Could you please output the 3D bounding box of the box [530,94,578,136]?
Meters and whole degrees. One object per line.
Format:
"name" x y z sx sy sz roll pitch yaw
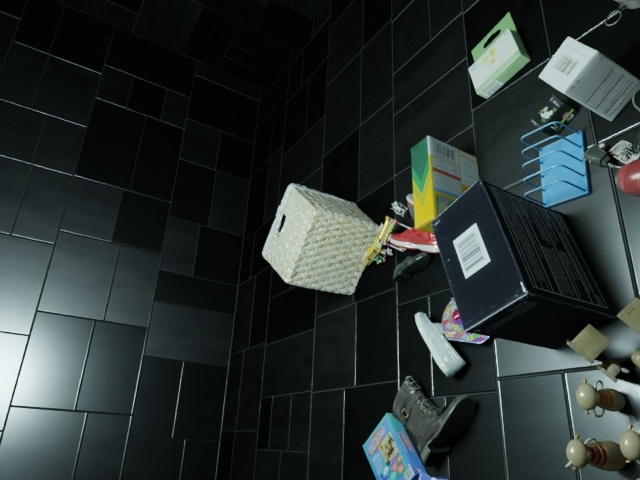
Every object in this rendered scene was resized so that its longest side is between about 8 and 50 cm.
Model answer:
"box" 0.598 -0.317 1.272 0.083 0.062 0.052 -56 31 32

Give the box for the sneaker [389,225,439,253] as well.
"sneaker" 0.318 -0.034 1.585 0.221 0.087 0.128 11 98 46

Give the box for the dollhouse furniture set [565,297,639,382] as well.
"dollhouse furniture set" 0.605 0.200 0.992 0.144 0.123 0.151 44 102 23

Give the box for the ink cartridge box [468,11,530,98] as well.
"ink cartridge box" 0.535 -0.580 1.535 0.171 0.056 0.235 -43 43 45

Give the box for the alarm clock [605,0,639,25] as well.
"alarm clock" 0.737 -0.592 1.159 0.192 0.064 0.129 -58 32 23

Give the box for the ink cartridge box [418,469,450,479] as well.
"ink cartridge box" 0.343 0.711 1.206 0.311 0.065 0.186 1 77 59

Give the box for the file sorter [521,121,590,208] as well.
"file sorter" 0.567 -0.186 1.216 0.118 0.104 0.170 -25 54 54

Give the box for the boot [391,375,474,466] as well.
"boot" 0.295 0.466 1.390 0.263 0.091 0.229 -65 30 21

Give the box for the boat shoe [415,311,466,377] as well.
"boat shoe" 0.346 0.283 1.423 0.081 0.079 0.227 -35 39 11

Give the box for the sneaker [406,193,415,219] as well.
"sneaker" 0.333 -0.091 1.665 0.158 0.061 0.065 -107 15 -47

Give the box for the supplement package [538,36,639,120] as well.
"supplement package" 0.618 -0.367 1.136 0.105 0.179 0.105 -58 32 27

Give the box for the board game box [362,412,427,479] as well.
"board game box" 0.216 0.653 1.481 0.160 0.047 0.210 -62 31 23

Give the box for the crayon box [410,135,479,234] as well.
"crayon box" 0.369 -0.120 1.436 0.083 0.203 0.323 -34 48 51

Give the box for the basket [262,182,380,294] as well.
"basket" 0.000 0.000 1.916 0.266 0.331 0.328 45 115 57

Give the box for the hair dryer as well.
"hair dryer" 0.693 -0.197 1.018 0.224 0.080 0.293 -58 32 27

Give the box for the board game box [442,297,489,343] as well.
"board game box" 0.396 0.206 1.345 0.168 0.033 0.133 -3 59 48

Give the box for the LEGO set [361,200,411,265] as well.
"LEGO set" 0.242 0.011 1.748 0.132 0.107 0.287 -71 5 -59

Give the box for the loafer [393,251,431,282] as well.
"loafer" 0.294 0.075 1.627 0.170 0.062 0.061 -41 38 44

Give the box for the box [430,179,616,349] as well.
"box" 0.441 0.062 1.112 0.183 0.294 0.296 -48 38 42

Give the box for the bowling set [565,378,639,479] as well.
"bowling set" 0.554 0.400 0.883 0.200 0.154 0.287 -16 63 58
